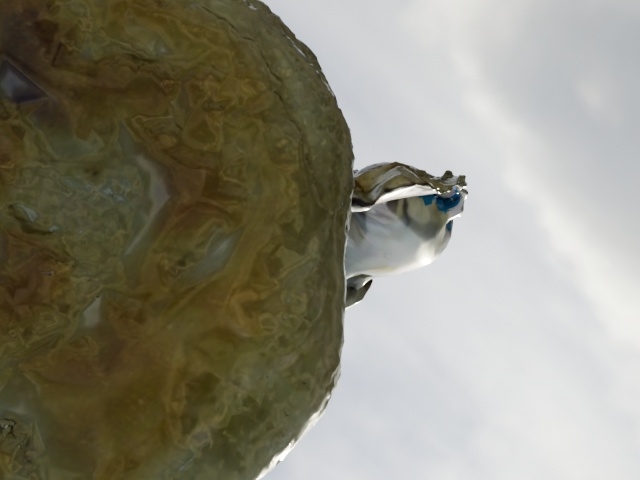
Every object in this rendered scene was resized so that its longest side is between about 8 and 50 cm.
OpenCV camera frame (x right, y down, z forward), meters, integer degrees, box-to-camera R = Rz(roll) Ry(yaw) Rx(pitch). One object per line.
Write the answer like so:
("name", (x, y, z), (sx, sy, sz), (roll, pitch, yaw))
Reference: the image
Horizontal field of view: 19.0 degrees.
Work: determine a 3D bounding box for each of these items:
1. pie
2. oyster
("pie", (-0.145, -0.004, 0.720), (0.075, 0.337, 0.337), (74, 171, -66))
("oyster", (0.000, 0.000, 1.122), (0.214, 0.223, 0.083), (-30, -100, -32))
